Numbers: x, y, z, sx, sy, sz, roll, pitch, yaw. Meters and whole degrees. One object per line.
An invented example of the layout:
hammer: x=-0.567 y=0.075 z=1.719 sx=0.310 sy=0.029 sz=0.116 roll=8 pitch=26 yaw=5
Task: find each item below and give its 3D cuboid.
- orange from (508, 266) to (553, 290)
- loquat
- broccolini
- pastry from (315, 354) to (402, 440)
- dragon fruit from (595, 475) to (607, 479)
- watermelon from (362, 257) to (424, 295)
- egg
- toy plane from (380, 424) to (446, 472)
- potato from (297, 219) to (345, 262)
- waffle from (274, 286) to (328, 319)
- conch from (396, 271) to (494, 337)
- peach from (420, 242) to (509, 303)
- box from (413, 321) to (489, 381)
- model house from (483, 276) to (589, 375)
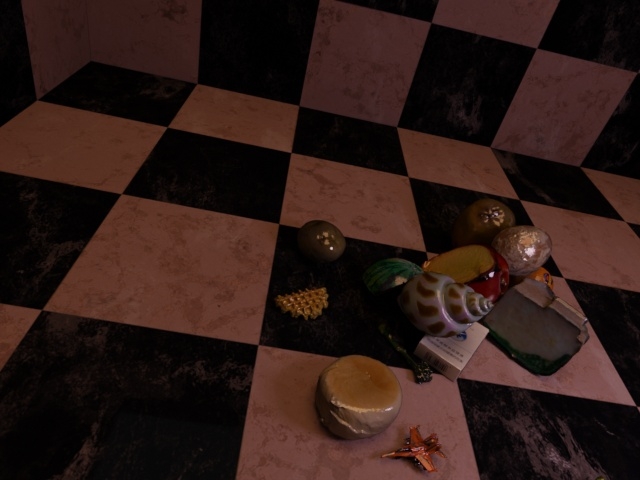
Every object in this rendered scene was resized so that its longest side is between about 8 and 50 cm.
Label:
orange: x=0.864 y=0.178 z=1.944 sx=0.177 sy=0.155 sz=0.178 roll=1 pitch=39 yaw=0
loquat: x=0.710 y=-0.044 z=2.072 sx=0.275 sy=0.284 sz=0.276 roll=-2 pitch=56 yaw=4
broccolini: x=0.284 y=0.371 z=1.585 sx=0.254 sy=0.057 sz=0.071 roll=51 pitch=7 yaw=34
pastry: x=0.106 y=0.444 z=1.359 sx=0.264 sy=0.133 sz=0.265 roll=9 pitch=36 yaw=-7
dragon fruit: x=0.878 y=0.726 z=1.242 sx=0.200 sy=0.198 sz=0.269 roll=-9 pitch=28 yaw=-12
watermelon: x=0.271 y=0.137 z=1.760 sx=0.231 sy=0.128 sz=0.146 roll=-22 pitch=5 yaw=12
egg: x=0.788 y=0.038 z=1.860 sx=0.245 sy=0.203 sz=0.203 roll=-23 pitch=41 yaw=7
toy plane: x=0.252 y=0.584 z=1.303 sx=0.188 sy=0.062 sz=0.135 roll=-12 pitch=43 yaw=-11
potato: x=0.000 y=0.000 z=1.885 sx=0.177 sy=0.160 sz=0.235 roll=21 pitch=22 yaw=-27
waffle: x=-0.067 y=0.211 z=1.673 sx=0.191 sy=0.046 sz=0.161 roll=13 pitch=39 yaw=-3
conch: x=0.411 y=0.211 z=1.600 sx=0.368 sy=0.197 sz=0.249 roll=22 pitch=32 yaw=38
peach: x=0.555 y=0.160 z=1.815 sx=0.361 sy=0.201 sz=0.258 roll=-10 pitch=32 yaw=41
box: x=0.461 y=0.355 z=1.652 sx=0.164 sy=0.069 sz=0.256 roll=33 pitch=41 yaw=23
model house: x=0.809 y=0.294 z=1.728 sx=0.298 sy=0.243 sz=0.284 roll=41 pitch=36 yaw=25
